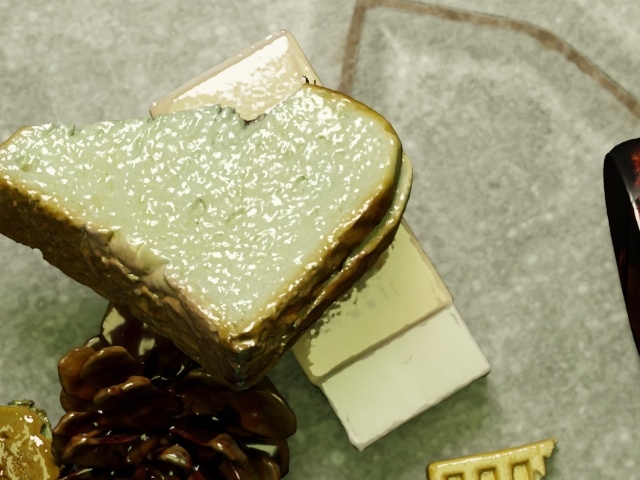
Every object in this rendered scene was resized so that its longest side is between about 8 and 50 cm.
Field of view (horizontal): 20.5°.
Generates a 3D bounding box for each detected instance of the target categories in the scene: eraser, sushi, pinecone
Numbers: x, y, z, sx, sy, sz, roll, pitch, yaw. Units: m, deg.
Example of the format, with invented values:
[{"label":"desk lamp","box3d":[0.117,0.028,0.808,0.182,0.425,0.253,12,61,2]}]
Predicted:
[{"label":"eraser","box3d":[0.000,0.000,1.509,0.144,0.078,0.343,-30,84,-3]},{"label":"sushi","box3d":[0.320,0.012,1.482,0.126,0.136,0.225,-9,75,-4]},{"label":"pinecone","box3d":[-0.120,0.164,1.428,0.202,0.201,0.228,-2,101,6]}]

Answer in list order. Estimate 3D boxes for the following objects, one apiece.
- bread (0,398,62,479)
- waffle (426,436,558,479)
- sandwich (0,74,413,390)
[{"label":"bread","box3d":[-0.273,0.208,1.483,0.128,0.069,0.140,-21,82,-2]},{"label":"waffle","box3d":[0.160,0.272,1.499,0.125,0.032,0.191,-11,84,-4]},{"label":"sandwich","box3d":[-0.090,-0.040,1.407,0.288,0.099,0.254,30,62,18]}]
